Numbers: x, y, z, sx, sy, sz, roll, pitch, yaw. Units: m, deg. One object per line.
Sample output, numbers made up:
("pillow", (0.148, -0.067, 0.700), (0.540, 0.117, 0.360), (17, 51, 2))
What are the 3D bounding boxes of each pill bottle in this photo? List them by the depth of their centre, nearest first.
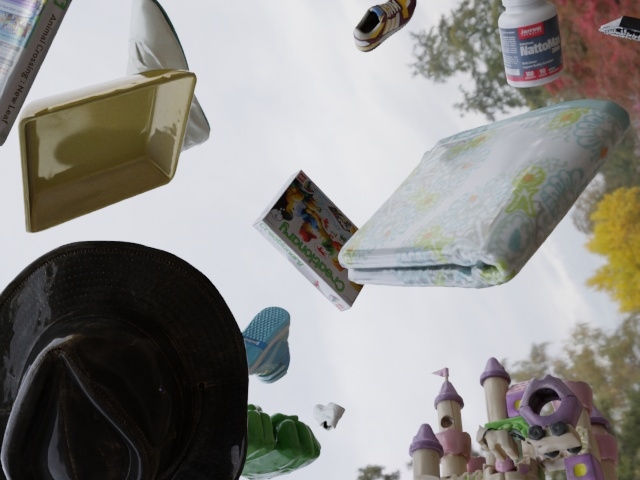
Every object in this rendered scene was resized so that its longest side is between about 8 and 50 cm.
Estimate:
("pill bottle", (0.397, -0.394, 1.223), (0.108, 0.108, 0.180), (-66, -37, -55))

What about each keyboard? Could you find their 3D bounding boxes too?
("keyboard", (0.769, -0.420, 1.341), (0.201, 0.317, 0.033), (-92, 12, -82))

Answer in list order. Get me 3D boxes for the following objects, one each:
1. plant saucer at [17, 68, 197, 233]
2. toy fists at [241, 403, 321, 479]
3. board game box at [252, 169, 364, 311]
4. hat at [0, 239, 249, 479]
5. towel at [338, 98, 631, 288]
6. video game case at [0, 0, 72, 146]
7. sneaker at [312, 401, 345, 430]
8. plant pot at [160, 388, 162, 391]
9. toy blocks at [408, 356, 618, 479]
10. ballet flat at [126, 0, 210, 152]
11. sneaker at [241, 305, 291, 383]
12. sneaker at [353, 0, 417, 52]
("plant saucer", (-0.418, -0.185, 1.221), (0.333, 0.333, 0.081), (-28, -109, -34))
("toy fists", (-0.111, 0.344, 1.104), (0.279, 0.142, 0.096), (31, -136, -44))
("board game box", (0.000, 0.000, 1.559), (0.305, 0.053, 0.193), (45, -127, -15))
("hat", (-0.225, 0.167, 0.620), (0.134, 0.331, 0.331), (-45, -70, -86))
("towel", (0.222, -0.057, 0.951), (0.090, 0.374, 0.320), (49, -114, -18))
("video game case", (-0.316, -0.203, 0.576), (0.193, 0.212, 0.023), (-66, -25, -2))
("sneaker", (0.010, 0.449, 1.632), (0.054, 0.152, 0.061), (29, -116, -9))
("plant pot", (-0.351, 0.195, 0.872), (0.236, 0.236, 0.212), (33, -179, -13))
("toy blocks", (0.305, 0.286, 1.054), (0.309, 0.289, 0.260), (48, -146, -35))
("ballet flat", (-0.352, -0.342, 1.431), (0.400, 0.139, 0.139), (77, -170, -52))
("sneaker", (-0.182, 0.347, 1.758), (0.319, 0.127, 0.208), (-39, -42, -39))
("sneaker", (0.151, -0.514, 1.475), (0.069, 0.185, 0.084), (42, 175, 17))
